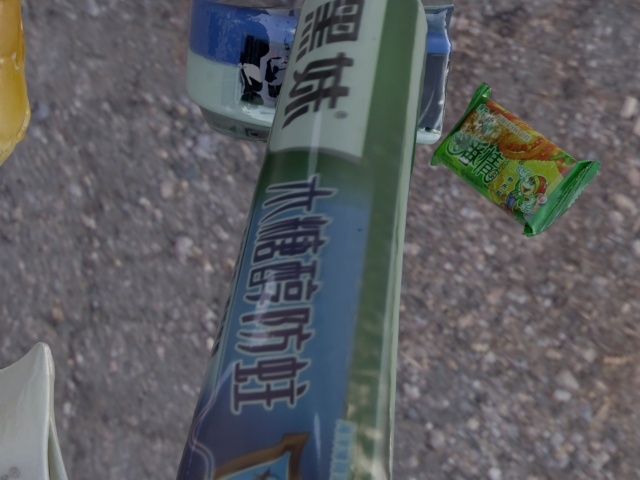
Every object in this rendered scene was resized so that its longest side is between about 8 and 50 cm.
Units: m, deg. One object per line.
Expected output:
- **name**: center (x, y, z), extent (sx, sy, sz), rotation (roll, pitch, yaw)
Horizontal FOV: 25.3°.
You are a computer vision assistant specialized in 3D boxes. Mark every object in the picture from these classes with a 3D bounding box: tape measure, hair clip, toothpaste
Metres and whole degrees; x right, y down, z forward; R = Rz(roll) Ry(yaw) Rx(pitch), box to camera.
- **tape measure**: center (-0.003, -0.184, 1.407), extent (0.262, 0.259, 0.138), rotation (-3, 108, -4)
- **hair clip**: center (-0.367, 0.270, 1.648), extent (0.173, 0.113, 0.282), rotation (-6, 115, 18)
- **toothpaste**: center (0.000, 0.000, 0.571), extent (0.099, 0.392, 0.061), rotation (-20, 128, 28)

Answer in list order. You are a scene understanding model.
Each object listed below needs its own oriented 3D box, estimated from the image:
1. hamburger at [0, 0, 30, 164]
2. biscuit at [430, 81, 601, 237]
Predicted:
- **hamburger**: center (-0.343, -0.186, 1.079), extent (0.319, 0.158, 0.318), rotation (2, 87, -44)
- **biscuit**: center (0.084, -0.036, 0.641), extent (0.046, 0.089, 0.016), rotation (-51, 135, 5)
